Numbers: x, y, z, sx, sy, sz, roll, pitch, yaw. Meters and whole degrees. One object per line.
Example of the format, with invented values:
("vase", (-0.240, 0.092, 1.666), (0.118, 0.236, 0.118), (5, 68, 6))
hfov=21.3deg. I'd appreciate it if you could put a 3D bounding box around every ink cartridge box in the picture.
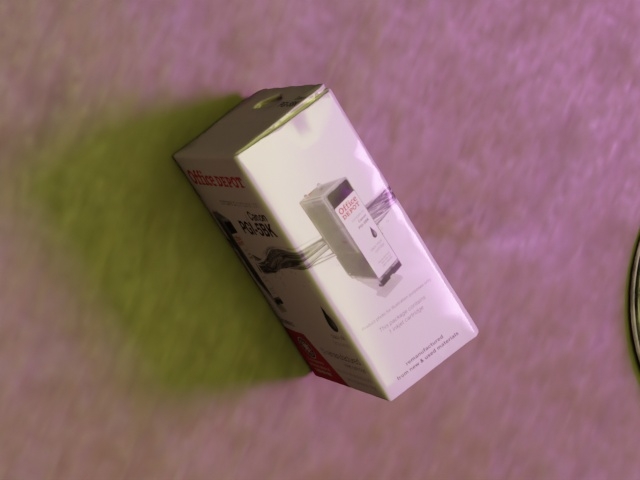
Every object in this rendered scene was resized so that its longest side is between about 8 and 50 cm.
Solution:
("ink cartridge box", (0.000, 0.000, 0.789), (0.056, 0.099, 0.135), (-37, 104, -16))

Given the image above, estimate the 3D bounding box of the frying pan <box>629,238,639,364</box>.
("frying pan", (0.301, 0.082, 0.950), (0.197, 0.053, 0.326), (-41, 104, -15))
